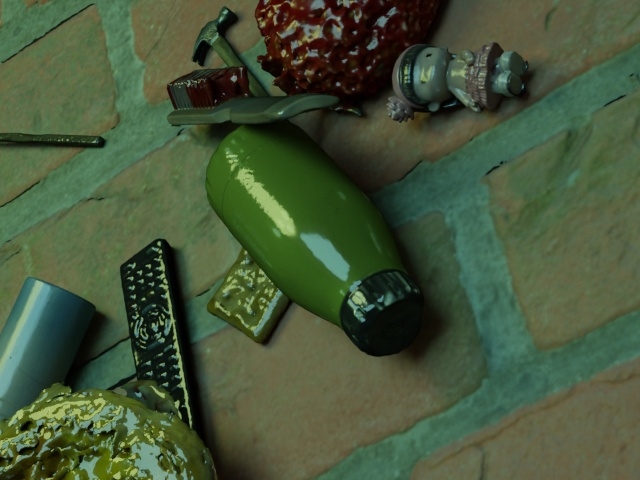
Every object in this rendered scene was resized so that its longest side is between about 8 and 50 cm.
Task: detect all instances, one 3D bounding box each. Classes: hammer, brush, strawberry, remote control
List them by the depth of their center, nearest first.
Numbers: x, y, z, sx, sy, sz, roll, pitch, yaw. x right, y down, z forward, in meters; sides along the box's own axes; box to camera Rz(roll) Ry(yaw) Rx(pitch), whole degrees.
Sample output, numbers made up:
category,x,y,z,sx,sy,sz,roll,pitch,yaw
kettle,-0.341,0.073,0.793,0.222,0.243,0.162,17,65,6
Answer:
category,x,y,z,sx,sy,sz,roll,pitch,yaw
brush,-0.071,-0.132,1.582,0.321,0.060,0.050,11,115,67
strawberry,0.038,-0.224,1.610,0.228,0.098,0.174,-36,50,20
remote control,-0.147,0.106,1.629,0.063,0.025,0.245,-30,51,24
hammer,-0.077,-0.160,1.725,0.062,0.017,0.182,-44,48,11
hammer,-0.347,-0.112,1.898,0.292,0.058,0.029,4,75,35

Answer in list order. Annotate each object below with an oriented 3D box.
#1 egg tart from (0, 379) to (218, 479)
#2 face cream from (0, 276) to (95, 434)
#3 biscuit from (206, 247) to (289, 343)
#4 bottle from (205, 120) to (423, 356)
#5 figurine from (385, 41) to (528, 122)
category,x,y,z,sx,sy,sz,roll,pitch,yaw
egg tart,-0.193,0.260,1.520,0.297,0.132,0.297,-7,75,27
face cream,-0.298,0.162,1.681,0.077,0.077,0.250,13,77,42
biscuit,-0.059,0.045,1.597,0.083,0.018,0.081,30,86,44
bottle,0.000,0.000,1.509,0.112,0.112,0.260,-48,46,7
figurine,0.119,-0.136,1.535,0.129,0.054,0.072,3,83,32
